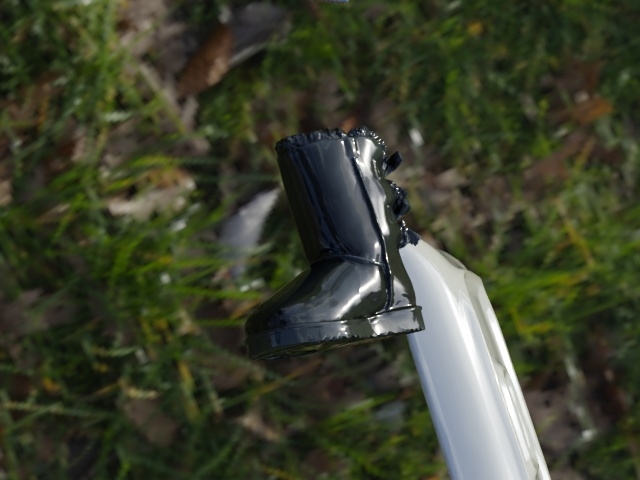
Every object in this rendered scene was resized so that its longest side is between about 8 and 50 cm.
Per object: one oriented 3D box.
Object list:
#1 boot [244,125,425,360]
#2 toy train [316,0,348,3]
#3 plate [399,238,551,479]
[{"bbox_3d":[0.000,0.000,0.814,0.121,0.045,0.099,-7,81,-51],"label":"boot"},{"bbox_3d":[0.002,-0.147,0.492,0.105,0.080,0.184,1,55,-1],"label":"toy train"},{"bbox_3d":[0.111,0.123,1.179,0.278,0.045,0.277,19,52,-80],"label":"plate"}]
